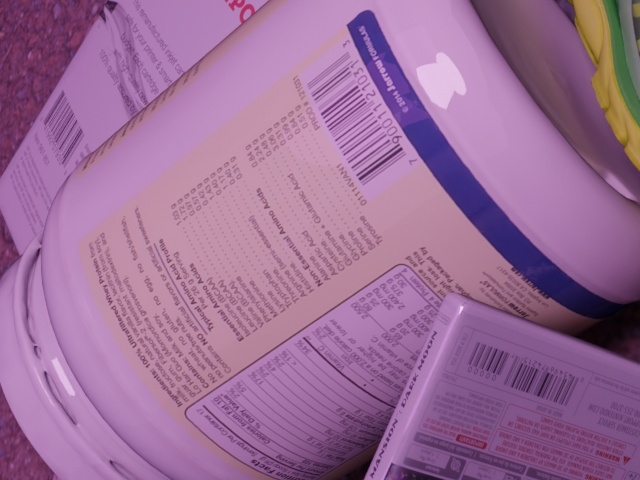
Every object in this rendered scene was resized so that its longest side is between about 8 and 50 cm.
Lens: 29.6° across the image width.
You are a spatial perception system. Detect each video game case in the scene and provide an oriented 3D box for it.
[{"bbox_3d":[0.104,0.132,0.561,0.173,0.190,0.022,-67,24,6],"label":"video game case"}]

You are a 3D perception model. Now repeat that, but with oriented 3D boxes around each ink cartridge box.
[{"bbox_3d":[-0.093,-0.077,0.896,0.307,0.129,0.223,-54,44,20],"label":"ink cartridge box"}]

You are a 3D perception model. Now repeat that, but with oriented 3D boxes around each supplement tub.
[{"bbox_3d":[0.000,0.000,0.661,0.325,0.235,0.235,-36,52,25],"label":"supplement tub"}]

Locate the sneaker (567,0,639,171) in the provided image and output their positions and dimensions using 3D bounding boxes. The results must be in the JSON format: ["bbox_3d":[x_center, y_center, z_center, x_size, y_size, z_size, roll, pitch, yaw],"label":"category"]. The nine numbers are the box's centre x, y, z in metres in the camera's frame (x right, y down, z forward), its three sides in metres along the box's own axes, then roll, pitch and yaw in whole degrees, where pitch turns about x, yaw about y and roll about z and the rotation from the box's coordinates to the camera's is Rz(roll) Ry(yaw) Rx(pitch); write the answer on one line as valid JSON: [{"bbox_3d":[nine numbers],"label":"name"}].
[{"bbox_3d":[0.202,-0.101,0.595,0.123,0.109,0.296,-43,48,34],"label":"sneaker"}]
